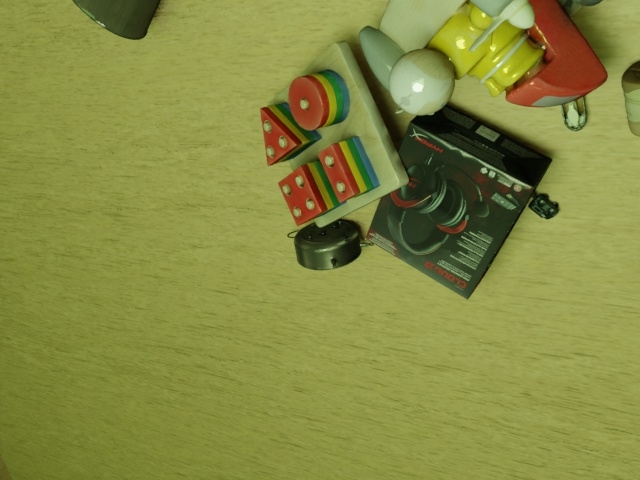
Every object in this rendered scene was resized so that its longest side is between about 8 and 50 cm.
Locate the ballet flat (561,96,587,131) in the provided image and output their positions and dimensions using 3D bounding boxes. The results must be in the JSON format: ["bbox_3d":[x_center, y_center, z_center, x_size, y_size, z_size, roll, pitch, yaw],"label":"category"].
[{"bbox_3d":[0.382,-0.219,0.958,0.041,0.041,0.114,-7,113,32],"label":"ballet flat"}]

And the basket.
[{"bbox_3d":[-0.337,-0.512,1.122,0.204,0.154,0.227,49,125,-5],"label":"basket"}]

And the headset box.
[{"bbox_3d":[0.219,-0.054,1.078,0.218,0.110,0.293,32,135,14],"label":"headset box"}]

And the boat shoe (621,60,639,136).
[{"bbox_3d":[0.579,-0.188,0.816,0.341,0.121,0.110,9,134,42],"label":"boat shoe"}]

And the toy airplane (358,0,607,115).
[{"bbox_3d":[0.152,-0.302,0.832,0.384,0.272,0.386,20,170,37],"label":"toy airplane"}]

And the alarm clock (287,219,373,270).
[{"bbox_3d":[0.000,0.000,1.249,0.192,0.129,0.064,14,124,47],"label":"alarm clock"}]

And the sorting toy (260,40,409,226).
[{"bbox_3d":[-0.006,-0.164,1.091,0.257,0.089,0.255,-26,88,56],"label":"sorting toy"}]

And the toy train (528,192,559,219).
[{"bbox_3d":[0.334,-0.091,1.068,0.158,0.027,0.036,41,139,3],"label":"toy train"}]
